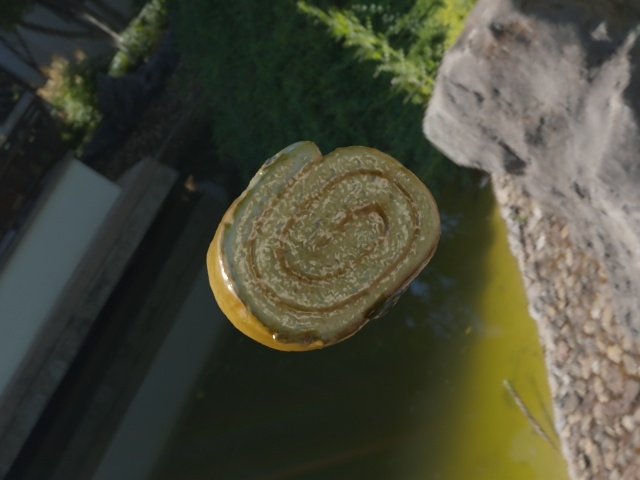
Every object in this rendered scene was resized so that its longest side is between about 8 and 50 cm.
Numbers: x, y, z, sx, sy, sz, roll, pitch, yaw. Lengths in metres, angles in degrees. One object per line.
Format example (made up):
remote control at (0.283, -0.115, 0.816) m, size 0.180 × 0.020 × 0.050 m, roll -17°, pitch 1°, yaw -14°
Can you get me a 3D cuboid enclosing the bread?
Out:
bread at (0.000, 0.000, 0.624) m, size 0.149 × 0.122 × 0.073 m, roll -44°, pitch 6°, yaw -17°
